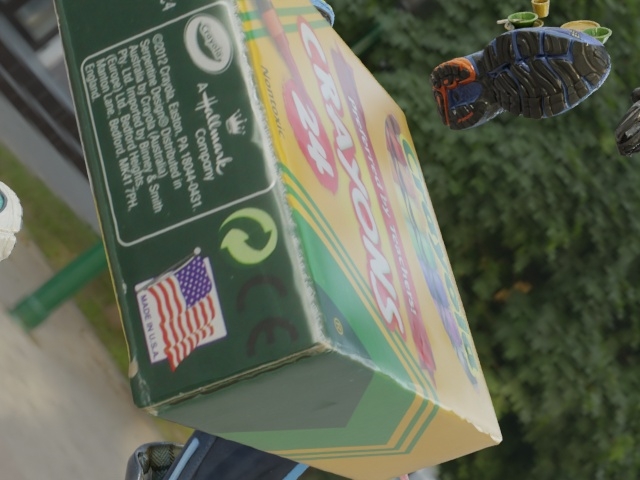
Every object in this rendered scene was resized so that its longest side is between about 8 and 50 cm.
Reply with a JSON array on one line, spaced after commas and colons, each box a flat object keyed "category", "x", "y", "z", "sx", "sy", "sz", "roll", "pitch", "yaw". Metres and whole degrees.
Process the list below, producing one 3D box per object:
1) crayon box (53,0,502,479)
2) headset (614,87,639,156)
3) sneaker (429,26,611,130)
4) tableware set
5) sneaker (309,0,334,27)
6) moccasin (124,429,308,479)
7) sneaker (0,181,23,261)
[{"category": "crayon box", "x": 0.000, "y": 0.000, "z": 0.642, "sx": 0.318, "sy": 0.081, "sz": 0.202, "roll": 37, "pitch": 35, "yaw": -65}, {"category": "headset", "x": 0.428, "y": -0.009, "z": 1.173, "sx": 0.394, "sy": 0.185, "sz": 0.243, "roll": 49, "pitch": 4, "yaw": -18}, {"category": "sneaker", "x": 0.186, "y": -0.156, "z": 1.215, "sx": 0.221, "sy": 0.087, "sz": 0.083, "roll": 2, "pitch": -64, "yaw": 61}, {"category": "tableware set", "x": 0.288, "y": -0.266, "z": 1.657, "sx": 0.154, "sy": 0.104, "sz": 0.024, "roll": -119, "pitch": -161, "yaw": -61}, {"category": "sneaker", "x": -0.066, "y": -0.256, "z": 1.541, "sx": 0.188, "sy": 0.078, "sz": 0.067, "roll": 13, "pitch": -11, "yaw": -33}, {"category": "moccasin", "x": -0.110, "y": 0.209, "z": 1.134, "sx": 0.117, "sy": 0.342, "sz": 0.138, "roll": 44, "pitch": 13, "yaw": 5}, {"category": "sneaker", "x": -0.434, "y": -0.064, "z": 1.487, "sx": 0.275, "sy": 0.107, "sz": 0.110, "roll": 25, "pitch": 6, "yaw": 42}]
